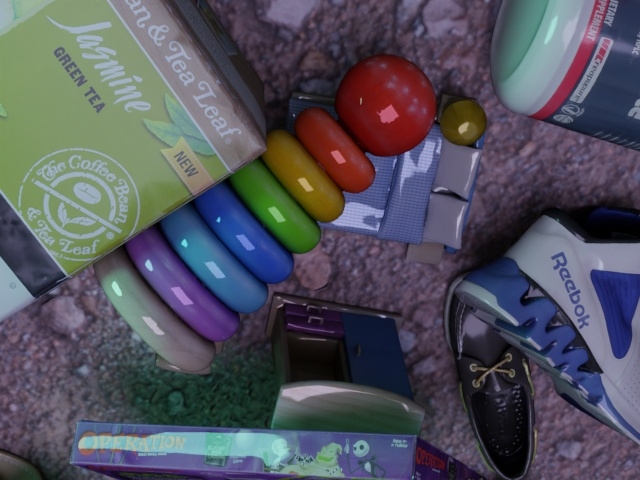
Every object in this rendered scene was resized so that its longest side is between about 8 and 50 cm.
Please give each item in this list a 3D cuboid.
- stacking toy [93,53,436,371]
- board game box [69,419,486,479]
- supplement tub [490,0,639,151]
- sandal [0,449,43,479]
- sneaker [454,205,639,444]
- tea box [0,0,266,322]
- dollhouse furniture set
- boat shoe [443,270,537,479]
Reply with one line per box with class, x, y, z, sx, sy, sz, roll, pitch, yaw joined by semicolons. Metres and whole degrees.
stacking toy;-0.037;-0.040;1.258;0.330;0.141;0.141;-42;110;4
board game box;-0.037;0.219;1.373;0.346;0.208;0.056;-1;75;24
supplement tub;0.307;-0.173;1.292;0.272;0.191;0.191;16;111;-10
sandal;-0.410;0.255;1.483;0.240;0.079;0.088;16;111;-11
sneaker;0.290;0.072;1.420;0.182;0.127;0.315;-51;123;-5
tea box;-0.265;-0.154;1.242;0.323;0.220;0.329;-33;109;9
dollhouse furniture set;0.000;0.000;1.340;0.286;0.198;0.303;10;111;-8
boat shoe;0.182;0.142;1.483;0.081;0.069;0.228;-15;113;2
